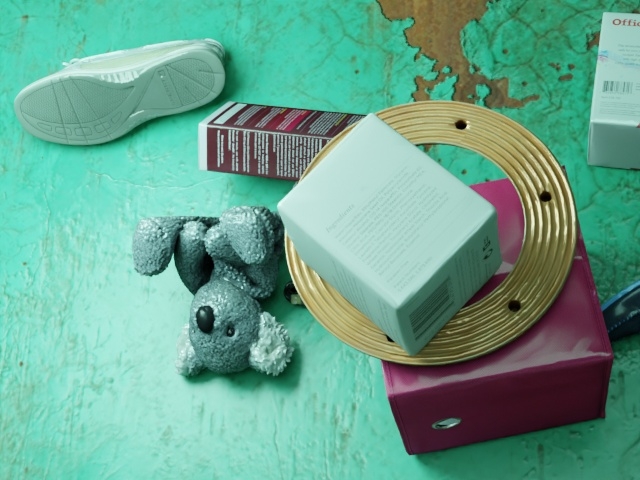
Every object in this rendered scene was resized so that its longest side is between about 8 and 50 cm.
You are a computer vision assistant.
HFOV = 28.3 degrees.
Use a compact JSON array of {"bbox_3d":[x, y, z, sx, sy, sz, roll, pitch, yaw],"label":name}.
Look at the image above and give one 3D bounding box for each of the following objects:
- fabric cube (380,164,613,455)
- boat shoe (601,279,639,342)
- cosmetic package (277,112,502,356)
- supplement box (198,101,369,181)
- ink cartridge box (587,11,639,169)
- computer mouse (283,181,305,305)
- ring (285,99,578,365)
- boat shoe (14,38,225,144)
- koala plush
[{"bbox_3d":[0.201,0.094,1.564,0.258,0.254,0.259,-11,64,4],"label":"fabric cube"},{"bbox_3d":[0.467,0.073,1.602,0.258,0.109,0.089,-27,68,1],"label":"boat shoe"},{"bbox_3d":[0.077,-0.005,1.372,0.151,0.151,0.183,-44,67,-11],"label":"cosmetic package"},{"bbox_3d":[-0.037,-0.135,1.775,0.239,0.130,0.073,7,112,15],"label":"supplement box"},{"bbox_3d":[0.434,-0.200,1.714,0.128,0.127,0.176,7,68,14],"label":"ink cartridge box"},{"bbox_3d":[0.000,0.000,1.762,0.106,0.042,0.193,-6,71,13],"label":"computer mouse"},{"bbox_3d":[0.126,-0.011,1.468,0.336,0.032,0.337,-5,65,10],"label":"ring"},{"bbox_3d":[-0.295,-0.229,1.892,0.320,0.118,0.103,-16,28,7],"label":"boat shoe"},{"bbox_3d":[-0.124,0.075,1.700,0.196,0.203,0.221,-7,86,18],"label":"koala plush"}]
